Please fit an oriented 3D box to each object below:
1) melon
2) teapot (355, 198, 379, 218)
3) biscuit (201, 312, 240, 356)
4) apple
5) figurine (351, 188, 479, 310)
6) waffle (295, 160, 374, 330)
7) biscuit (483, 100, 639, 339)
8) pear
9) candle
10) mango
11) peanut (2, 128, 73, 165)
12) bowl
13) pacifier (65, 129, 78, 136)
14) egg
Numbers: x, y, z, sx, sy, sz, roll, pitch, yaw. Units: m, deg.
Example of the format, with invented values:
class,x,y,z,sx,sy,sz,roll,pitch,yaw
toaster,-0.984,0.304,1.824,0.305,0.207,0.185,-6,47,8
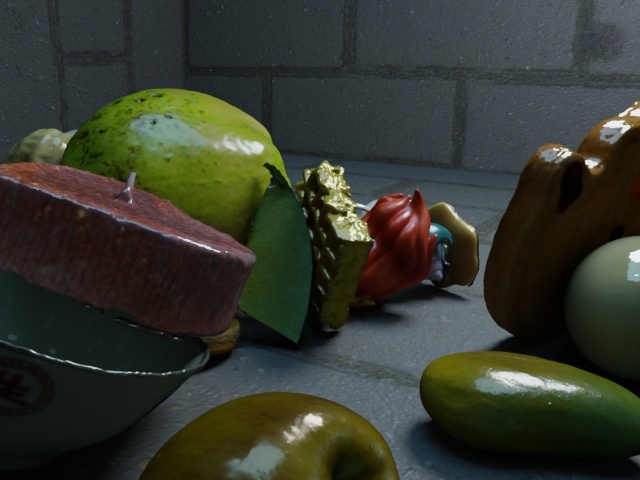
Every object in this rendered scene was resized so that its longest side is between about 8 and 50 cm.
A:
class,x,y,z,sx,sy,sz,roll,pitch,yaw
melon,-0.069,0.018,0.943,0.113,0.262,0.053,0,-5,-3
teapot,0.133,-0.021,1.269,0.226,0.092,0.145,30,42,-28
biscuit,-0.190,0.132,0.909,0.170,0.050,0.170,5,8,-1
apple,-0.030,0.186,0.433,0.155,0.183,0.182,-27,-1,30
figurine,0.132,0.014,1.097,0.257,0.181,0.208,-10,0,-36
waffle,0.001,0.000,0.989,0.057,0.229,0.219,-3,48,-18
biscuit,0.412,-0.017,0.961,0.455,0.350,0.078,-25,44,-29
pear,-0.222,-0.071,1.072,0.390,0.391,0.391,1,14,0
candle,-0.241,-0.015,0.718,0.287,0.132,0.317,17,6,-46
mango,0.225,0.173,0.688,0.237,0.091,0.137,7,16,5
peanut,-0.509,-0.059,1.158,0.146,0.306,0.147,19,23,-8
bowl,-0.297,0.117,0.636,0.337,0.158,0.337,25,3,-1
pacifier,-0.528,-0.119,1.465,0.343,0.269,0.288,2,39,16
egg,0.419,0.087,0.840,0.185,0.186,0.241,11,8,35
